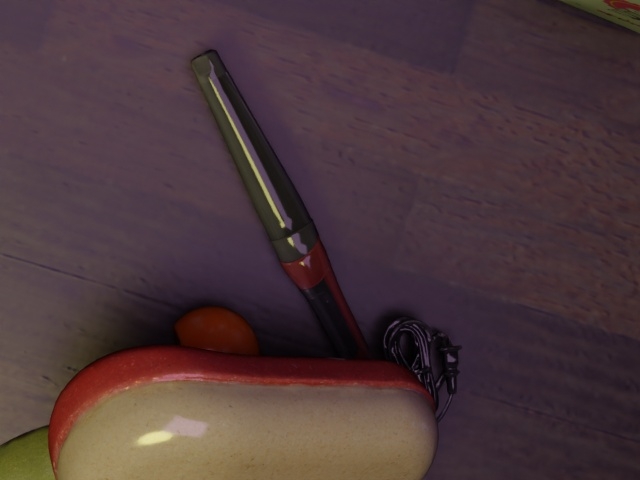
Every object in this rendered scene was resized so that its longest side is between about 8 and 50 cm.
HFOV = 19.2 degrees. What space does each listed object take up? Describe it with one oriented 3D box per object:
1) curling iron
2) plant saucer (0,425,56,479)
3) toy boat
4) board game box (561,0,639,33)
[{"bbox_3d":[0.000,0.000,1.173,0.068,0.035,0.274,-35,99,-6],"label":"curling iron"},{"bbox_3d":[-0.138,0.232,1.179,0.241,0.037,0.241,-1,96,-6],"label":"plant saucer"},{"bbox_3d":[-0.053,0.102,1.129,0.231,0.151,0.151,5,132,-33],"label":"toy boat"},{"bbox_3d":[0.241,-0.270,1.080,0.097,0.224,0.303,20,93,-11],"label":"board game box"}]
